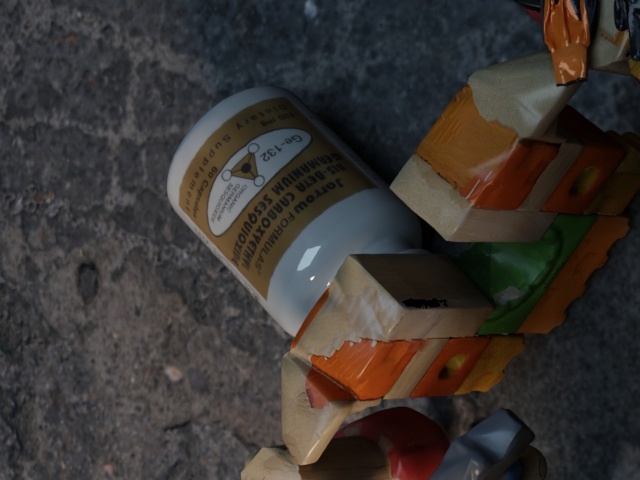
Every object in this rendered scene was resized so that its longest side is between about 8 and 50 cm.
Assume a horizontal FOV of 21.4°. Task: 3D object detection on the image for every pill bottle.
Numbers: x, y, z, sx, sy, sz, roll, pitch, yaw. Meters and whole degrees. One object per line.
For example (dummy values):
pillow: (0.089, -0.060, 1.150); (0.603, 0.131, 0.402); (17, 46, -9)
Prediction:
pill bottle: (0.000, 0.000, 1.249); (0.229, 0.131, 0.131); (46, 117, 30)

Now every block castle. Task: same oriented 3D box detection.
block castle: (0.183, 0.085, 1.046); (0.303, 0.213, 0.453); (46, 116, 28)

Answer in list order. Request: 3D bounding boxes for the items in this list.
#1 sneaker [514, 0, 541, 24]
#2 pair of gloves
sneaker: (0.219, -0.208, 1.069); (0.276, 0.135, 0.097); (-17, 77, 37)
pair of gloves: (0.158, -0.127, 0.928); (0.083, 0.010, 0.074); (-11, 80, 35)
